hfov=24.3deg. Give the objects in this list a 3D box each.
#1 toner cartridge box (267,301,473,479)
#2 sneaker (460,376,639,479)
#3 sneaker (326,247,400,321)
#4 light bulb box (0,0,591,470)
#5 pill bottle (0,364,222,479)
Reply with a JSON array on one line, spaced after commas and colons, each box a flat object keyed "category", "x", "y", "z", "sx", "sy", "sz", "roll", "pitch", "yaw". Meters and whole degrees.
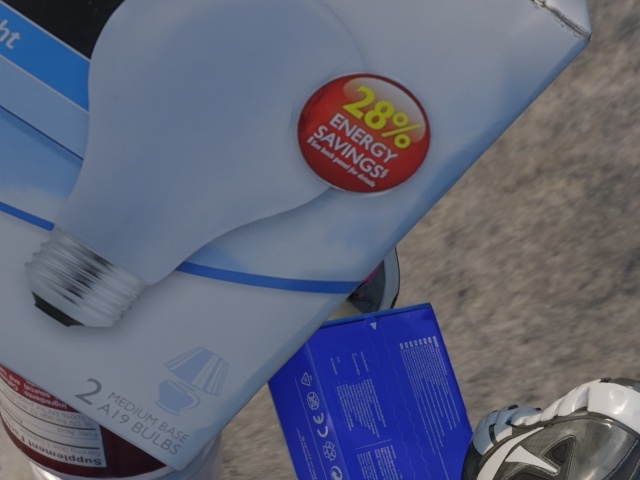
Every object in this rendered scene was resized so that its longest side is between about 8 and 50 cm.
[{"category": "toner cartridge box", "x": 0.074, "y": 0.239, "z": 1.331, "sx": 0.165, "sy": 0.075, "sz": 0.347, "roll": -7, "pitch": 75, "yaw": -42}, {"category": "sneaker", "x": 0.118, "y": 0.147, "z": 0.837, "sx": 0.078, "sy": 0.234, "sz": 0.106, "roll": 38, "pitch": 67, "yaw": -3}, {"category": "sneaker", "x": 0.000, "y": 0.000, "z": 1.495, "sx": 0.178, "sy": 0.124, "sz": 0.295, "roll": -20, "pitch": 128, "yaw": -42}, {"category": "light bulb box", "x": -0.102, "y": -0.128, "z": 0.825, "sx": 0.358, "sy": 0.225, "sz": 0.361, "roll": 33, "pitch": 120, "yaw": -15}, {"category": "pill bottle", "x": -0.194, "y": 0.082, "z": 1.361, "sx": 0.224, "sy": 0.392, "sz": 0.224, "roll": -1, "pitch": 41, "yaw": 1}]
